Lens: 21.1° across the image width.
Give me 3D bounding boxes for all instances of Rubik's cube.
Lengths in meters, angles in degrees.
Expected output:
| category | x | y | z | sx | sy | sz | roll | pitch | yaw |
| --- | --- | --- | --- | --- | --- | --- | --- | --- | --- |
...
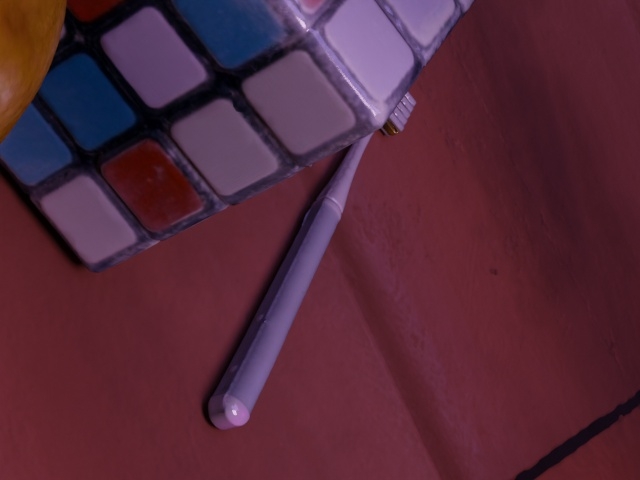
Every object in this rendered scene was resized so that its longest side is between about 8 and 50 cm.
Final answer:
| category | x | y | z | sx | sy | sz | roll | pitch | yaw |
| --- | --- | --- | --- | --- | --- | --- | --- | --- | --- |
| Rubik's cube | -0.075 | -0.178 | 1.003 | 0.253 | 0.256 | 0.259 | 51 | 43 | -16 |

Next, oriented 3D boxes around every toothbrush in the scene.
| category | x | y | z | sx | sy | sz | roll | pitch | yaw |
| --- | --- | --- | --- | --- | --- | --- | --- | --- | --- |
| toothbrush | -0.002 | -0.002 | 1.171 | 0.030 | 0.025 | 0.342 | 49 | 44 | -21 |

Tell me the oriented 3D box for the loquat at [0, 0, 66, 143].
| category | x | y | z | sx | sy | sz | roll | pitch | yaw |
| --- | --- | --- | --- | --- | --- | --- | --- | --- | --- |
| loquat | -0.224 | -0.099 | 0.788 | 0.213 | 0.213 | 0.246 | 40 | 22 | -26 |
